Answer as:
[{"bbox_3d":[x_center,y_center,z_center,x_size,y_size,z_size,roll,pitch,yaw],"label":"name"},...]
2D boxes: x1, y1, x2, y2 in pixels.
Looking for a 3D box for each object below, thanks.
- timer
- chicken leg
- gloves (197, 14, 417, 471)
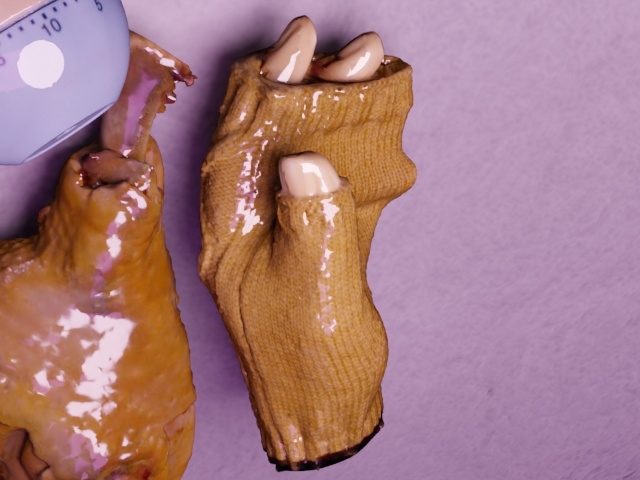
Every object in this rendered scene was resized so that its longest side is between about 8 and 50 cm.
[{"bbox_3d":[-0.226,-0.163,0.785,0.175,0.175,0.255,-32,120,3],"label":"timer"},{"bbox_3d":[-0.215,0.032,0.946,0.295,0.182,0.409,13,110,-8],"label":"chicken leg"},{"bbox_3d":[-0.015,0.006,0.960,0.155,0.203,0.356,7,110,9],"label":"gloves"}]
